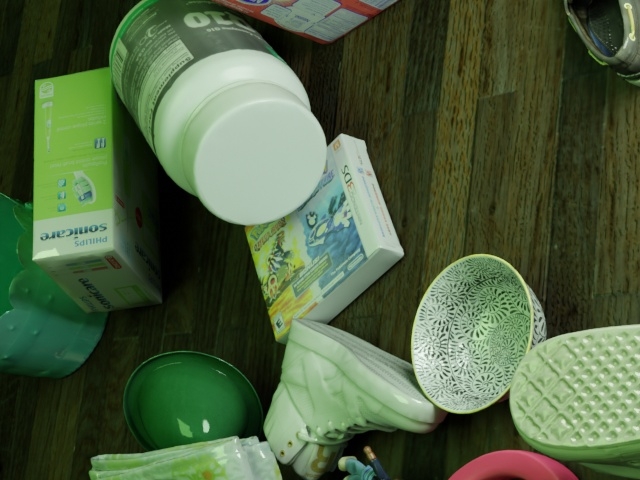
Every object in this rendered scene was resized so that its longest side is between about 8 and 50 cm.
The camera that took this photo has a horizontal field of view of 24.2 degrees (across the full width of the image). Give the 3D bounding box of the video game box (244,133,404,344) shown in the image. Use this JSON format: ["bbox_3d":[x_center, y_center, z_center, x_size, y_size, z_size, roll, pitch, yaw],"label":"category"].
[{"bbox_3d":[0.000,0.000,1.854,0.205,0.048,0.187,-43,45,30],"label":"video game box"}]

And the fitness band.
[{"bbox_3d":[0.200,0.355,1.491,0.209,0.054,0.291,-32,55,35],"label":"fitness band"}]

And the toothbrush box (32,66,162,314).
[{"bbox_3d":[-0.311,-0.067,2.093,0.122,0.206,0.283,-8,64,10],"label":"toothbrush box"}]

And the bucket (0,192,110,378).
[{"bbox_3d":[-0.453,0.075,2.243,0.281,0.183,0.281,-21,61,43],"label":"bucket"}]

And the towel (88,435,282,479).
[{"bbox_3d":[-0.140,0.420,1.743,0.320,0.090,0.375,-18,87,47],"label":"towel"}]

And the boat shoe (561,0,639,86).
[{"bbox_3d":[0.297,-0.261,1.587,0.081,0.068,0.228,-46,46,28],"label":"boat shoe"}]

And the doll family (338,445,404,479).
[{"bbox_3d":[0.066,0.315,1.605,0.076,0.193,0.111,-31,16,-17],"label":"doll family"}]

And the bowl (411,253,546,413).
[{"bbox_3d":[0.183,0.105,1.575,0.170,0.080,0.170,-21,61,44],"label":"bowl"}]

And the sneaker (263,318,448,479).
[{"bbox_3d":[0.036,0.208,1.700,0.292,0.108,0.169,25,98,59],"label":"sneaker"}]

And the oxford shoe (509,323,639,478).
[{"bbox_3d":[0.388,0.142,1.302,0.449,0.130,0.169,-5,66,33],"label":"oxford shoe"}]

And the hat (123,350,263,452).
[{"bbox_3d":[-0.164,0.251,1.804,0.208,0.183,0.173,1,114,11],"label":"hat"}]

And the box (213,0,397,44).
[{"bbox_3d":[-0.056,-0.373,1.856,0.154,0.300,0.142,-28,58,42],"label":"box"}]

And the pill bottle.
[{"bbox_3d":[-0.134,-0.176,1.917,0.204,0.204,0.361,-59,34,16],"label":"pill bottle"}]
